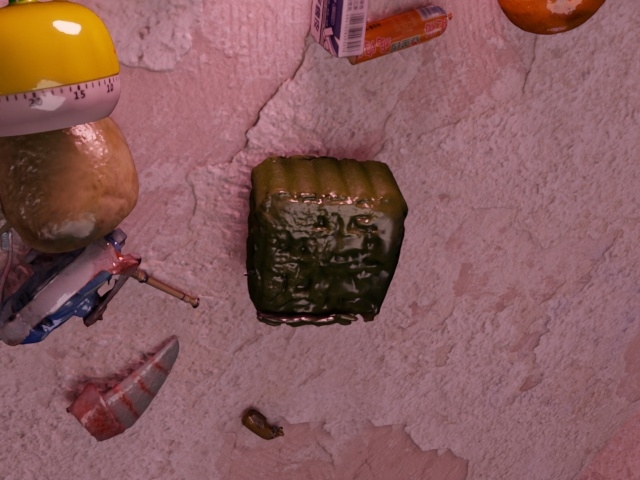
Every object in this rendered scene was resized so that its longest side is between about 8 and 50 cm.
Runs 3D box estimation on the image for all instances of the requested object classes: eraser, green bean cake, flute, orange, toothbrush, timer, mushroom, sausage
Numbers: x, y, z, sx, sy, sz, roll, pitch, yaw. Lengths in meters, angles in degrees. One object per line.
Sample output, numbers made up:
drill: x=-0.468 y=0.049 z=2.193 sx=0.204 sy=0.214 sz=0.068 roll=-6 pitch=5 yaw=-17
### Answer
eraser: x=0.038 y=-0.455 z=1.787 sx=0.067 sy=0.124 sz=0.210 roll=-11 pitch=130 yaw=-22
green bean cake: x=0.000 y=0.000 z=2.035 sx=0.335 sy=0.218 sz=0.319 roll=-3 pitch=125 yaw=-11
flute: x=-0.346 y=0.094 z=2.076 sx=0.027 sy=0.027 sz=0.233 roll=-48 pitch=134 yaw=11
orange: x=0.464 y=-0.526 z=1.940 sx=0.240 sy=0.171 sz=0.240 roll=-1 pitch=128 yaw=-2
toothbrush: x=-0.622 y=0.091 z=1.915 sx=0.027 sy=0.021 sz=0.269 roll=5 pitch=123 yaw=-18
timer: x=-0.457 y=-0.313 z=1.540 sx=0.285 sy=0.285 sz=0.285 roll=-16 pitch=132 yaw=-19
mushroom: x=-0.473 y=-0.113 z=1.725 sx=0.291 sy=0.212 sz=0.217 roll=-14 pitch=136 yaw=-11
sausage: x=0.159 y=-0.413 z=1.931 sx=0.234 sy=0.071 sz=0.071 roll=-21 pitch=133 yaw=-14

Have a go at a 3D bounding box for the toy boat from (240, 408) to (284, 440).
toy boat: x=-0.144 y=0.472 z=2.485 sx=0.049 sy=0.047 sz=0.149 roll=-43 pitch=134 yaw=7

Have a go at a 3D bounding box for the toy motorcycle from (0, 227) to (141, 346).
toy motorcycle: x=-0.507 y=0.079 z=1.857 sx=0.319 sy=0.182 sz=0.241 roll=-42 pitch=162 yaw=6

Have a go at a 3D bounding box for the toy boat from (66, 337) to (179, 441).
toy boat: x=-0.419 y=0.331 z=2.203 sx=0.282 sy=0.096 sz=0.206 roll=-42 pitch=143 yaw=-12
